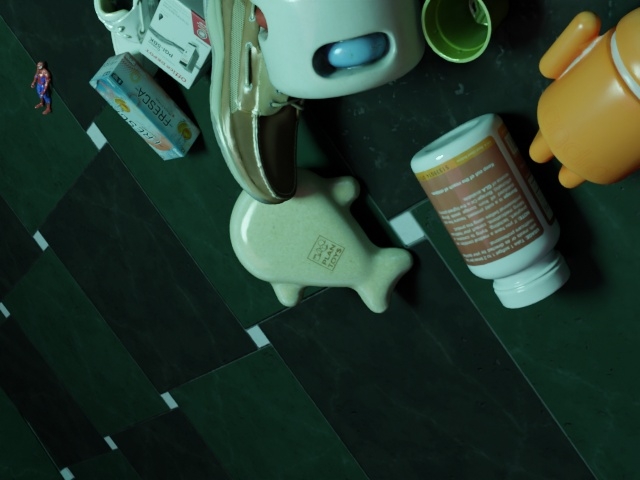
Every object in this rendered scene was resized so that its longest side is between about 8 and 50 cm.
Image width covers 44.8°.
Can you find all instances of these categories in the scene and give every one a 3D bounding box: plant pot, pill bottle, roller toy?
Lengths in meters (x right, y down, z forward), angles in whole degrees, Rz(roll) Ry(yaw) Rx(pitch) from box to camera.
[{"bbox_3d":[0.165,-0.247,0.847,0.083,0.079,0.083,24,133,28],"label":"plant pot"},{"bbox_3d":[0.209,-0.033,0.935,0.121,0.121,0.216,-21,103,49],"label":"pill bottle"},{"bbox_3d":[0.019,-0.250,0.895,0.209,0.191,0.146,12,127,38],"label":"roller toy"}]

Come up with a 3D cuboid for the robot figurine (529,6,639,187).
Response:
[{"bbox_3d":[0.305,-0.140,0.763,0.219,0.128,0.158,-47,56,51],"label":"robot figurine"}]

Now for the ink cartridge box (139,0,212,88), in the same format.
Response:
[{"bbox_3d":[-0.198,-0.305,1.148,0.099,0.056,0.135,37,141,-6],"label":"ink cartridge box"}]

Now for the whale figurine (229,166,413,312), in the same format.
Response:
[{"bbox_3d":[0.000,0.000,1.163,0.272,0.141,0.216,26,99,-1],"label":"whale figurine"}]

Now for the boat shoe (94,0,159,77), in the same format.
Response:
[{"bbox_3d":[-0.303,-0.360,1.189,0.098,0.096,0.277,29,137,20],"label":"boat shoe"}]

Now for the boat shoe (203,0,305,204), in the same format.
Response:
[{"bbox_3d":[-0.071,-0.210,1.022,0.116,0.123,0.325,-7,95,34],"label":"boat shoe"}]

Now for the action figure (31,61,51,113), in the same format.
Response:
[{"bbox_3d":[-0.544,-0.300,1.517,0.038,0.030,0.115,40,137,20],"label":"action figure"}]

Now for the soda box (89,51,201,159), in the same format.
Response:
[{"bbox_3d":[-0.281,-0.214,1.257,0.058,0.063,0.183,-3,139,44],"label":"soda box"}]
